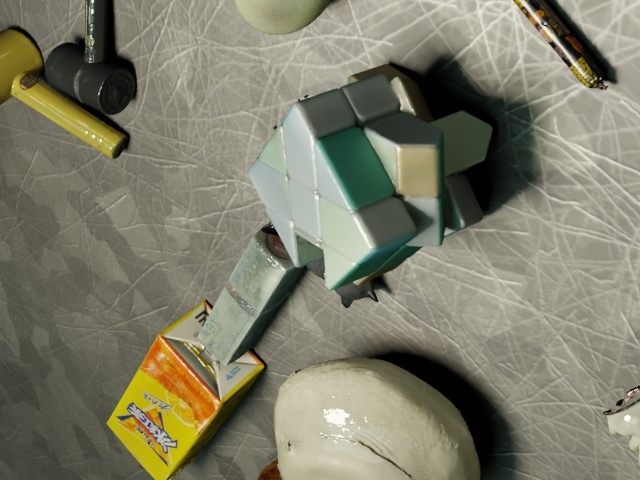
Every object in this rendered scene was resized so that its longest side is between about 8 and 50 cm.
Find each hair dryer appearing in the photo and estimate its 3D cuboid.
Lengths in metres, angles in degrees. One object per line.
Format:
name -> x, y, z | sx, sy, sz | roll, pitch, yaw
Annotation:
hair dryer -> -0.322, -0.293, 1.555 | 0.124, 0.071, 0.219 | 29, 129, 26
hair dryer -> -0.418, -0.202, 1.672 | 0.278, 0.135, 0.090 | 32, 138, 9

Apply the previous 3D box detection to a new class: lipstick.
lipstick -> -0.097, 0.080, 1.594 | 0.076, 0.077, 0.290 | 44, 141, 10

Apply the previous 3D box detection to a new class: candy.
candy -> 0.075, 0.264, 1.482 | 0.295, 0.185, 0.295 | 14, 131, 17

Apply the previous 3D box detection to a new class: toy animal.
toy animal -> 0.000, 0.004, 1.416 | 0.121, 0.117, 0.210 | -22, 100, 43
toy animal -> 0.383, 0.222, 1.239 | 0.085, 0.071, 0.124 | -35, 83, 32

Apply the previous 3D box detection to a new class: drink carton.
drink carton -> -0.229, 0.259, 1.828 | 0.154, 0.111, 0.351 | 46, 140, 9

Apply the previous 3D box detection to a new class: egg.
egg -> -0.038, -0.293, 1.232 | 0.114, 0.114, 0.152 | 49, 138, 5

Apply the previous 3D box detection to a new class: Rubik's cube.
Rubik's cube -> 0.067, -0.080, 1.227 | 0.224, 0.213, 0.265 | 64, 153, 9

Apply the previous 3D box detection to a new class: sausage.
sausage -> 0.218, -0.224, 1.103 | 0.198, 0.025, 0.028 | 51, -175, 1

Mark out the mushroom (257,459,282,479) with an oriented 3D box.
mushroom -> -0.067, 0.490, 1.756 | 0.227, 0.217, 0.148 | 52, 140, 1
